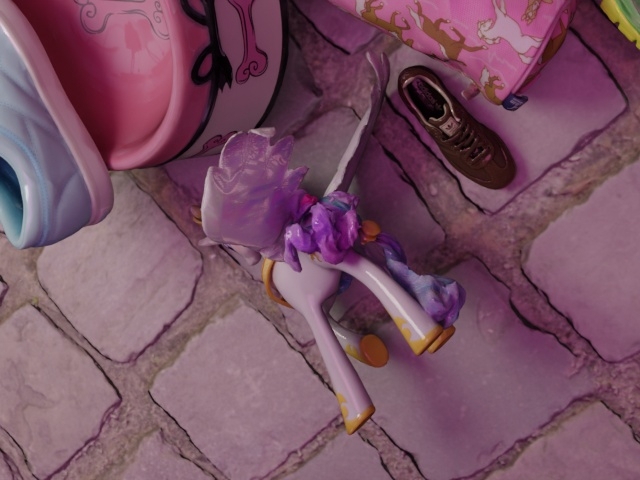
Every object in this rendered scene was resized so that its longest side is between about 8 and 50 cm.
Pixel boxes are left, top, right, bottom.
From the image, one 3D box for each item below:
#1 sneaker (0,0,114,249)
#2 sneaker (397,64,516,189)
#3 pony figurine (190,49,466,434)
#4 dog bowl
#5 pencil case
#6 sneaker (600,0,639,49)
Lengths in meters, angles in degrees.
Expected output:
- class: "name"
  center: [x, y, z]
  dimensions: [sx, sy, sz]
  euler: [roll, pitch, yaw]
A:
- class: "sneaker"
  center: [-0.380, -0.155, 1.013]
  dimensions: [0.135, 0.150, 0.366]
  euler: [-30, 97, 43]
- class: "sneaker"
  center: [0.157, -0.129, 1.093]
  dimensions: [0.188, 0.071, 0.066]
  euler: [46, 110, 1]
- class: "pony figurine"
  center: [0.000, 0.000, 1.070]
  dimensions: [0.363, 0.302, 0.351]
  euler: [47, 137, 15]
- class: "dog bowl"
  center: [-0.243, -0.260, 1.054]
  dimensions: [0.408, 0.150, 0.408]
  euler: [18, 126, 27]
- class: "pencil case"
  center: [0.091, -0.297, 1.024]
  dimensions: [0.386, 0.160, 0.167]
  euler: [31, 102, 6]
- class: "sneaker"
  center: [0.351, -0.290, 0.956]
  dimensions: [0.295, 0.109, 0.123]
  euler: [46, 134, -6]
